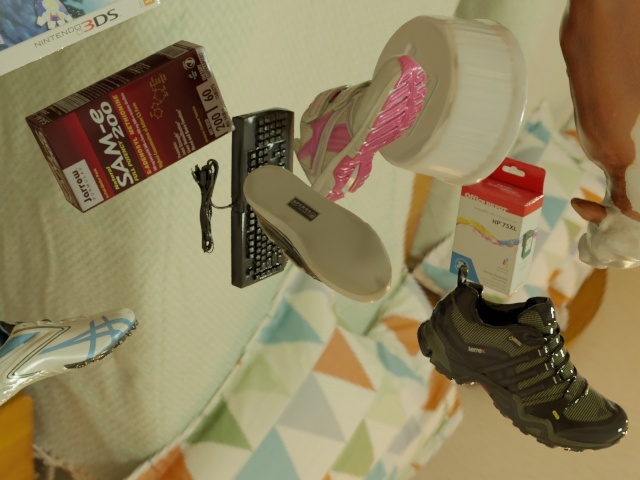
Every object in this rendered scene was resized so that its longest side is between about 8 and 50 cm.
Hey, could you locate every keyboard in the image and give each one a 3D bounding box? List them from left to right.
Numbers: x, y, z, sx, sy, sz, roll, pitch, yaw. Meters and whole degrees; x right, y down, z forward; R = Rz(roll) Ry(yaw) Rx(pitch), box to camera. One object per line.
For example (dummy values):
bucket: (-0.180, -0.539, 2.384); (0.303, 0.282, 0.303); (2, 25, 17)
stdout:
keyboard: (-0.124, -0.061, 1.555); (0.201, 0.033, 0.317); (-19, 125, -34)

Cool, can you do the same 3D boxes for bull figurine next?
bull figurine: (0.229, -0.132, 0.702); (0.188, 0.101, 0.311); (-81, 165, -58)

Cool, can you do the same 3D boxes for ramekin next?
ramekin: (0.194, -0.233, 1.516); (0.135, 0.277, 0.277); (5, 118, -29)

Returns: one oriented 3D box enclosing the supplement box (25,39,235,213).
supplement box: (-0.245, -0.153, 1.227); (0.239, 0.073, 0.130); (-32, 122, -20)

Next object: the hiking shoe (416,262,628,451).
hiking shoe: (0.210, 0.117, 0.911); (0.114, 0.226, 0.086); (-64, 174, 32)

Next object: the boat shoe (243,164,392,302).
boat shoe: (0.000, 0.000, 1.010); (0.077, 0.219, 0.070); (-35, 145, -17)

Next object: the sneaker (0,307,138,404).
sneaker: (-0.301, 0.114, 1.024); (0.085, 0.086, 0.237); (-26, 178, 44)

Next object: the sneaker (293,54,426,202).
sneaker: (0.033, -0.149, 1.164); (0.103, 0.111, 0.252); (-27, 164, -44)

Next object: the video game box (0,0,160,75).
video game box: (-0.279, -0.292, 0.915); (0.187, 0.048, 0.205); (-30, 126, -16)

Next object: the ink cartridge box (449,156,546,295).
ink cartridge box: (0.324, -0.033, 1.709); (0.078, 0.134, 0.231); (-25, 128, -46)
